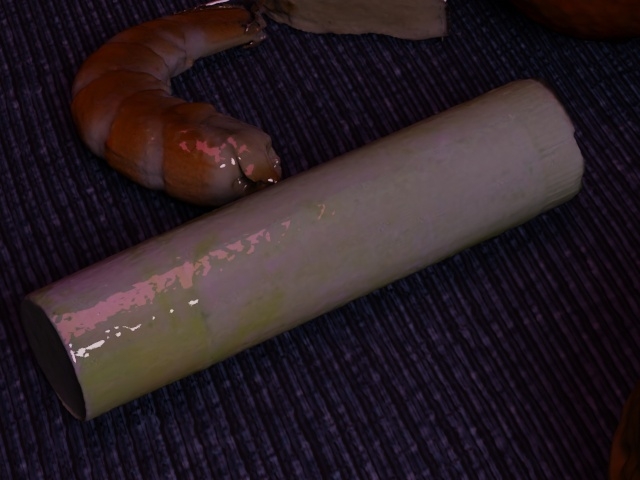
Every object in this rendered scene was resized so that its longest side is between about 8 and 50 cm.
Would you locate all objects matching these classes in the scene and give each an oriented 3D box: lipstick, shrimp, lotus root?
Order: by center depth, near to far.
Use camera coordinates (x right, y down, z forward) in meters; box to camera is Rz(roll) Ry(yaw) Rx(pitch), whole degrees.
[{"bbox_3d":[0.000,0.000,0.946,0.304,0.076,0.076,-24,49,-21],"label":"lipstick"},{"bbox_3d":[-0.057,-0.082,1.059,0.161,0.049,0.166,24,43,26],"label":"shrimp"},{"bbox_3d":[0.016,-0.187,1.136,0.144,0.070,0.143,-5,44,-2],"label":"lotus root"}]

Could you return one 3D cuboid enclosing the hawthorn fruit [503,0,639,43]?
[{"bbox_3d":[0.211,-0.290,1.038,0.285,0.368,0.284,2,26,-1],"label":"hawthorn fruit"}]

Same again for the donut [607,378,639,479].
[{"bbox_3d":[0.297,0.103,0.765,0.360,0.170,0.360,0,50,0],"label":"donut"}]
